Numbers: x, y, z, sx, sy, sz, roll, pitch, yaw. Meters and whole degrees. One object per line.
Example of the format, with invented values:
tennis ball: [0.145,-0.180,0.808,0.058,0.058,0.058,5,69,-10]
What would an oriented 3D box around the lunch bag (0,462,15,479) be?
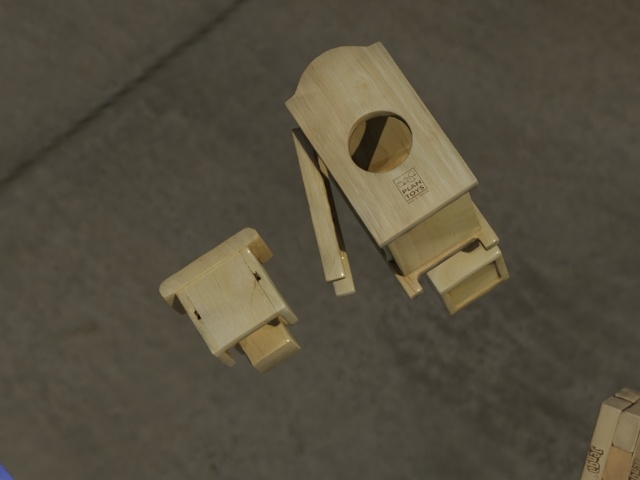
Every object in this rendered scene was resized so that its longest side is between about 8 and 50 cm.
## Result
lunch bag: [-0.339,0.222,1.312,0.221,0.293,0.138,-43,21,-19]

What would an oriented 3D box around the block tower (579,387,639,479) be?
block tower: [0.362,0.201,1.292,0.335,0.097,0.091,20,17,24]

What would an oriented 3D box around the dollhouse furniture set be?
dollhouse furniture set: [0.000,0.000,0.953,0.161,0.182,0.101,-33,70,0]
